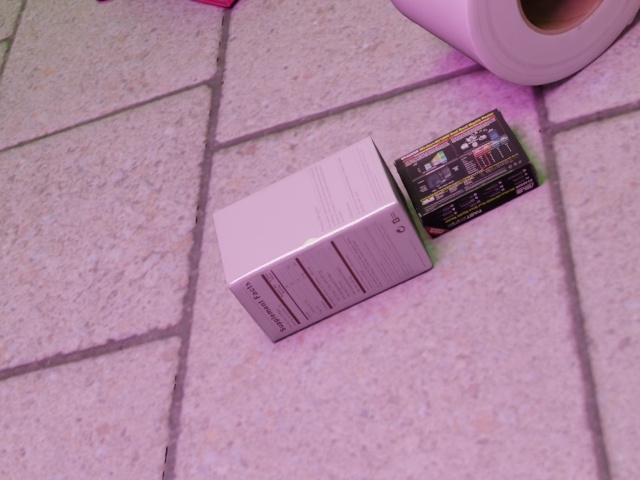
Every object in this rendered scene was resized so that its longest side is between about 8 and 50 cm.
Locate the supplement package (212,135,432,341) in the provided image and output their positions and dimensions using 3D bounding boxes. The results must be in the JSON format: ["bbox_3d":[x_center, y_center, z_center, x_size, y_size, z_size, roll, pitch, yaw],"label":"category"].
[{"bbox_3d":[0.000,0.000,1.012,0.179,0.105,0.105,-25,46,8],"label":"supplement package"}]

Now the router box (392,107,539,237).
[{"bbox_3d":[0.144,-0.068,1.035,0.122,0.038,0.092,-26,45,8],"label":"router box"}]

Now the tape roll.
[{"bbox_3d":[0.201,-0.302,1.057,0.246,0.246,0.169,-39,43,-5],"label":"tape roll"}]

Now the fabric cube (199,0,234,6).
[{"bbox_3d":[-0.182,-0.524,1.458,0.254,0.259,0.258,25,68,43],"label":"fabric cube"}]
